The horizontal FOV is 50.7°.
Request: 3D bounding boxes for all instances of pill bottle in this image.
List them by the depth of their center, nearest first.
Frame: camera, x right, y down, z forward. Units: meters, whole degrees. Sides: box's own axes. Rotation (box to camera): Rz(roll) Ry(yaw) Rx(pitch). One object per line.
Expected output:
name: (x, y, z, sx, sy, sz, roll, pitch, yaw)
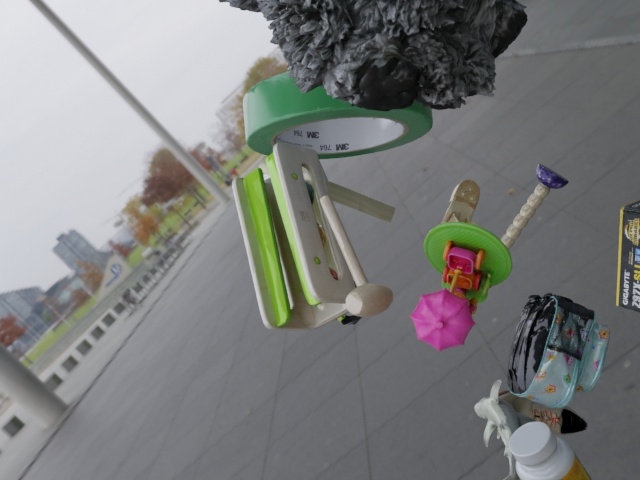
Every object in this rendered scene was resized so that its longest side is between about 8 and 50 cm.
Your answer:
pill bottle: (0.455, 0.458, 1.318, 0.117, 0.208, 0.117, -33, 16, 10)

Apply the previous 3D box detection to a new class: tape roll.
tape roll: (0.030, -0.214, 1.165, 0.321, 0.077, 0.321, -4, -7, -1)

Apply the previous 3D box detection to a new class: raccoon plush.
raccoon plush: (0.017, -0.304, 0.574, 0.216, 0.446, 0.299, -42, -33, -43)

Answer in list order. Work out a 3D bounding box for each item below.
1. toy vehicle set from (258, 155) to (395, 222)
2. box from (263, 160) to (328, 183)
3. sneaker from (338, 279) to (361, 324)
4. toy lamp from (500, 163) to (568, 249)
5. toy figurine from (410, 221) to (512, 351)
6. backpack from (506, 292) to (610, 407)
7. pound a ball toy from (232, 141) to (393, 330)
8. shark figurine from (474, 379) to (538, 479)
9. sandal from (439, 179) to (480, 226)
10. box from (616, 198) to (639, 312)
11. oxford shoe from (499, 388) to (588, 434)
toy vehicle set: (0.015, -0.111, 1.466, 0.166, 0.267, 0.035, 29, 98, 52)
box: (-0.087, -0.122, 1.578, 0.170, 0.091, 0.130, -32, 14, -34)
sneaker: (0.082, 0.163, 1.725, 0.097, 0.084, 0.234, -56, -14, 11)
toy lamp: (0.406, -0.024, 1.403, 0.275, 0.080, 0.080, -61, 4, 18)
toy figurine: (0.181, 0.089, 0.946, 0.173, 0.130, 0.159, 83, -149, -47)
backpack: (0.418, 0.206, 1.215, 0.188, 0.144, 0.166, -64, 2, -8)
pound a ball toy: (0.000, 0.000, 1.055, 0.135, 0.319, 0.208, 7, -32, -45)
shark figurine: (0.430, 0.426, 1.486, 0.278, 0.116, 0.166, -96, 19, -57)
sandal: (0.320, -0.035, 1.525, 0.079, 0.088, 0.240, 134, 153, -72)
box: (0.861, 0.007, 1.683, 0.322, 0.257, 0.079, -18, 23, -33)
oxford shoe: (0.660, 0.522, 2.048, 0.130, 0.348, 0.123, -9, 72, 62)
